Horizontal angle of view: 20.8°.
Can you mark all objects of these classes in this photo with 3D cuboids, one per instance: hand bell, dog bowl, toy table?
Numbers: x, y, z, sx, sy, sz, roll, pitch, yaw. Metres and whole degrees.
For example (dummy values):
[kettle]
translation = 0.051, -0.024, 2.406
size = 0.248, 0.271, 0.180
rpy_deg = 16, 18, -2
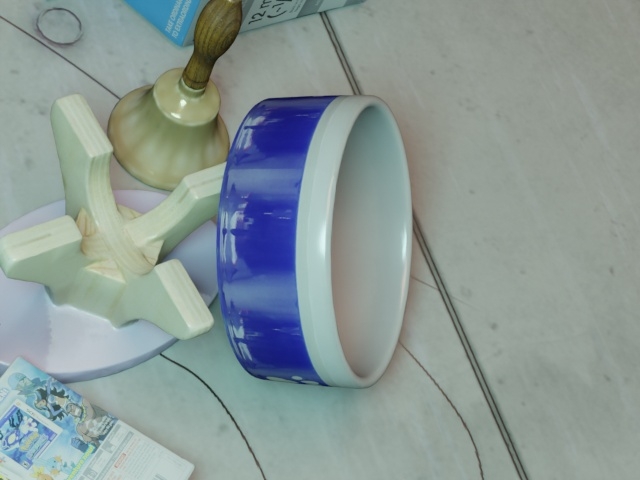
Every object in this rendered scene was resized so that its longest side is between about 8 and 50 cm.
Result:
[hand bell]
translation = -0.114, -0.160, 1.652
size = 0.126, 0.242, 0.126
rpy_deg = 10, 58, -16
[dog bowl]
translation = 0.000, 0.000, 1.583
size = 0.104, 0.265, 0.265
rpy_deg = 2, 55, 18
[toy table]
translation = -0.190, 0.011, 1.574
size = 0.274, 0.161, 0.252
rpy_deg = -34, 77, -34

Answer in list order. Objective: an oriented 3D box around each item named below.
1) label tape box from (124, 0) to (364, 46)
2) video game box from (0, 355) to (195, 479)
[label tape box]
translation = -0.081, -0.314, 1.749
size = 0.348, 0.249, 0.115
rpy_deg = -20, 70, -29
[video game box]
translation = -0.234, 0.221, 1.471
size = 0.187, 0.048, 0.205
rpy_deg = 34, 46, 0
